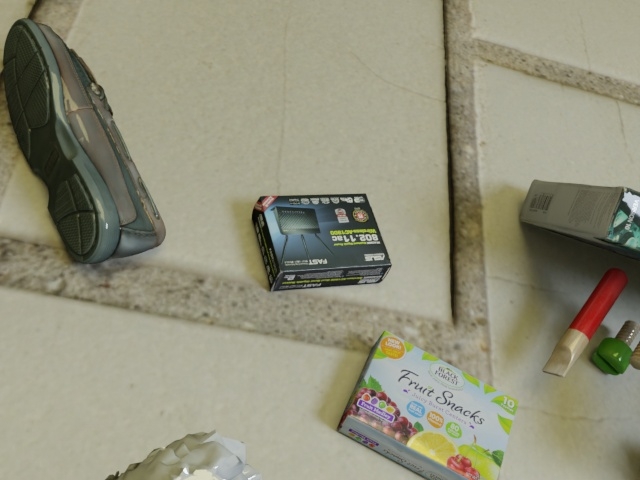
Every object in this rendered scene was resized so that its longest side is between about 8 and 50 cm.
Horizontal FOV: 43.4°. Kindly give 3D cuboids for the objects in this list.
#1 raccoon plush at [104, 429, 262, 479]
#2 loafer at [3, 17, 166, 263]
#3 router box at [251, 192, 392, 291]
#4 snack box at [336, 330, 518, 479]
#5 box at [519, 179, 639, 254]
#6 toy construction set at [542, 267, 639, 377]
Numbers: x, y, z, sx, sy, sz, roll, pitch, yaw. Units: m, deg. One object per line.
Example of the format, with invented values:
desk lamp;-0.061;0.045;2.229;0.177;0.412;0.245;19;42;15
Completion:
raccoon plush;-0.277;0.188;0.415;0.446;0.216;0.299;-42;75;-16
loafer;-0.231;-0.096;0.775;0.084;0.096;0.267;-3;61;-46
router box;0.000;0.000;0.807;0.122;0.038;0.092;-4;57;-23
snack box;0.099;0.157;0.725;0.141;0.037;0.100;28;49;1
box;0.398;0.013;0.840;0.322;0.232;0.058;17;94;-6
toy construction set;0.341;0.180;0.705;0.309;0.257;0.237;29;60;29
